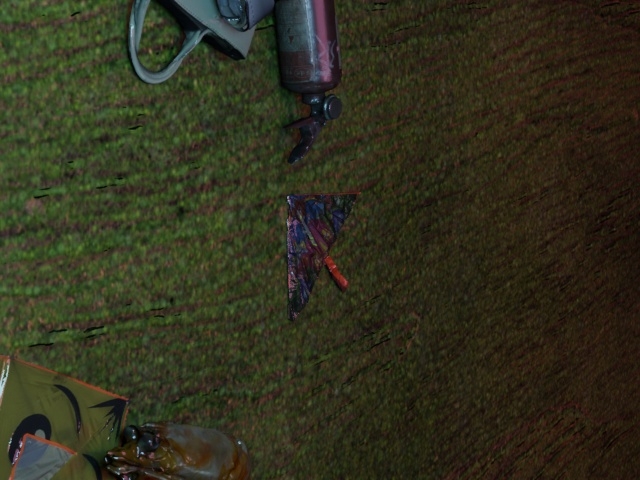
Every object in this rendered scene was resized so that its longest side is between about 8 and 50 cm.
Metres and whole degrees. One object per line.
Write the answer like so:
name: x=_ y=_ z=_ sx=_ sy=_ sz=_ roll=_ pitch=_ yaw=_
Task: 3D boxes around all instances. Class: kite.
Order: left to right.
kite: x=-0.275 y=0.250 z=1.458 sx=0.327 sy=0.013 sz=0.377 roll=-50 pitch=132 yaw=-46
kite: x=0.000 y=0.000 z=1.894 sx=0.189 sy=0.009 sz=0.232 roll=60 pitch=44 yaw=-42

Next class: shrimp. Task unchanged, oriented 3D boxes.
shrimp: x=-0.153 y=0.264 z=1.618 sx=0.294 sy=0.062 sz=0.154 roll=38 pitch=66 yaw=-55

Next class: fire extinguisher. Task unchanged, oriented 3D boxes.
fire extinguisher: x=-0.028 y=-0.221 z=1.781 sx=0.106 sy=0.075 sz=0.252 roll=-13 pitch=108 yaw=-29

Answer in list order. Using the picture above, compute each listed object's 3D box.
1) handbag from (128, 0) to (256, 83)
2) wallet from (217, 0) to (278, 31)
handbag: x=-0.116 y=-0.311 z=1.585 sx=0.241 sy=0.109 sz=0.315 roll=37 pitch=65 yaw=-53
wallet: x=-0.024 y=-0.337 z=1.593 sx=0.231 sy=0.069 sz=0.170 roll=-43 pitch=144 yaw=-32
